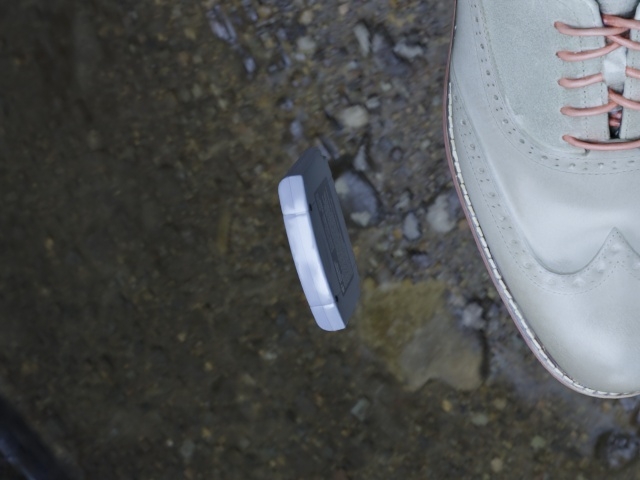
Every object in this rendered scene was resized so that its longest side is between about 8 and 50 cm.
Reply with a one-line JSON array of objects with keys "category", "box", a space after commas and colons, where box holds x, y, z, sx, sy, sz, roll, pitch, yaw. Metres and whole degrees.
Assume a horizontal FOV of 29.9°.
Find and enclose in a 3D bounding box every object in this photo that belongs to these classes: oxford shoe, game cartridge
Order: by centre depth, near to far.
[{"category": "game cartridge", "box": [0.000, 0.000, 0.600, 0.017, 0.056, 0.083, -11, 108, 15]}, {"category": "oxford shoe", "box": [0.129, -0.093, 0.611, 0.140, 0.146, 0.397, -12, 102, 4]}]
